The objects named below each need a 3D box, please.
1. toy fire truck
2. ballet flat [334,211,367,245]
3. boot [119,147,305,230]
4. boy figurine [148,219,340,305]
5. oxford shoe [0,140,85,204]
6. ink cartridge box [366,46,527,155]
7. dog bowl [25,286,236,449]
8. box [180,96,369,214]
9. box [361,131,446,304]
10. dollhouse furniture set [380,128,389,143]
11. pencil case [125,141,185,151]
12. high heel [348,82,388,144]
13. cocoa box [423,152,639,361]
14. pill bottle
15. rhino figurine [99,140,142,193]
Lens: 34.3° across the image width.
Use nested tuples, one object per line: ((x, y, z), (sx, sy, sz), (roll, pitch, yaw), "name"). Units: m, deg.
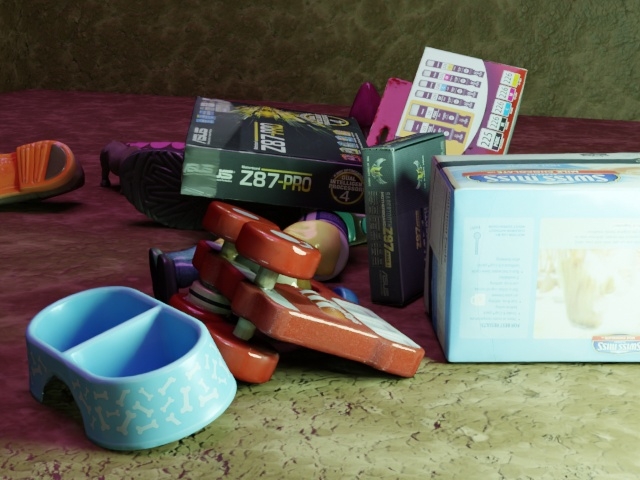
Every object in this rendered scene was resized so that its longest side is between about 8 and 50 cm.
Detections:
((-0.037, 0.080, 1.299), (0.253, 0.169, 0.302), (21, 5, -27), "toy fire truck")
((0.061, -0.020, 1.860), (0.206, 0.073, 0.067), (1, -13, -8), "ballet flat")
((-0.162, -0.143, 2.119), (0.367, 0.146, 0.445), (13, 20, 8), "boot")
((-0.108, 0.027, 1.532), (0.285, 0.092, 0.177), (-9, 12, -23), "boy figurine")
((-0.662, -0.112, 2.122), (0.363, 0.130, 0.133), (-4, -19, 7), "oxford shoe")
((0.218, -0.196, 1.954), (0.271, 0.309, 0.130), (14, -27, 10), "ink cartridge box")
((-0.219, 0.127, 1.133), (0.166, 0.074, 0.297), (-27, 27, -31), "dog bowl")
((-0.078, -0.157, 1.839), (0.318, 0.097, 0.395), (5, 19, -5), "box")
((0.133, -0.037, 1.554), (0.059, 0.233, 0.183), (2, 13, 31), "box")
((0.175, -0.102, 2.203), (0.303, 0.174, 0.355), (-4, -13, 5), "dollhouse furniture set")
((-0.351, -0.174, 2.373), (0.209, 0.098, 0.095), (6, 60, 17), "pencil case")
((0.111, -0.261, 2.454), (0.127, 0.181, 0.377), (-4, 1, -8), "high heel")
((0.321, 0.017, 1.349), (0.347, 0.232, 0.228), (0, 15, -1), "cocoa box")
((0.000, 0.000, 1.683), (0.094, 0.094, 0.169), (1, 14, 1), "pill bottle")
((-0.408, -0.156, 2.254), (0.073, 0.106, 0.243), (-11, 18, -37), "rhino figurine")
